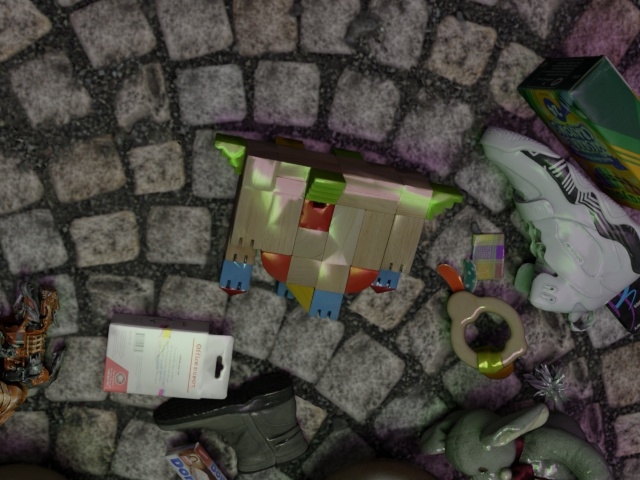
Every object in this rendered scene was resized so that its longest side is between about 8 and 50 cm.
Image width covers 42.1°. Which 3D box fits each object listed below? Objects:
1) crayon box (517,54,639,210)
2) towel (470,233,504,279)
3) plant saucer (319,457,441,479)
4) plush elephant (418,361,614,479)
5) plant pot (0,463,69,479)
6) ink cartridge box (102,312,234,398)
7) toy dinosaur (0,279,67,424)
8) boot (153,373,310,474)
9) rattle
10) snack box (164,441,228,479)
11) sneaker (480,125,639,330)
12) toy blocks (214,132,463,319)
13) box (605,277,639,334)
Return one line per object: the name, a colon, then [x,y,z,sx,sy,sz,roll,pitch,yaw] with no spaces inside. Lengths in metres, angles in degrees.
crayon box: [0.477,-0.150,1.332,0.083,0.203,0.323,-45,104,2]
towel: [0.289,0.029,1.437,0.060,0.009,0.083,-2,101,-8]
plant saucer: [0.096,0.505,1.308,0.310,0.050,0.311,0,85,4]
plush elephant: [0.323,0.374,1.388,0.255,0.272,0.330,-3,73,-22]
plant pot: [-0.479,0.468,1.308,0.284,0.191,0.284,-2,101,-9]
ink cartridge box: [-0.246,0.190,1.354,0.198,0.067,0.115,7,100,-9]
toy dinosaur: [-0.521,0.209,1.280,0.218,0.164,0.322,24,75,-29]
boot: [-0.146,0.328,1.395,0.246,0.083,0.161,-10,110,-4]
rattle: [0.277,0.135,1.445,0.130,0.142,0.200,-43,66,19]
snack box: [-0.188,0.411,1.400,0.064,0.022,0.178,-18,118,25]
sneaker: [0.370,-0.014,1.371,0.366,0.137,0.210,38,97,-7]
toy blocks: [0.000,0.000,1.318,0.381,0.191,0.261,10,111,-10]
box: [0.550,0.073,1.477,0.116,0.029,0.162,-43,105,1]
